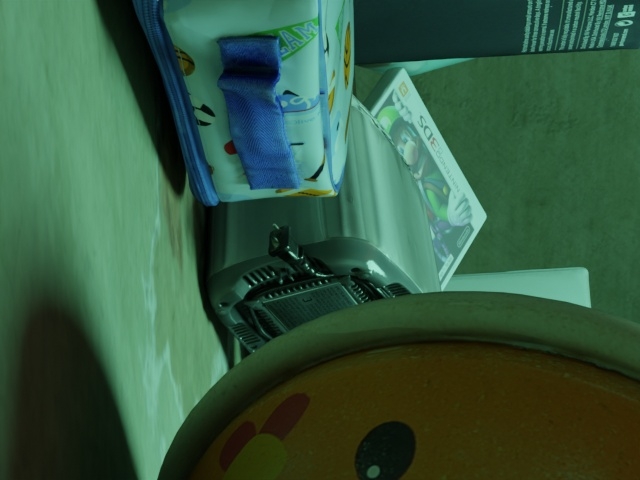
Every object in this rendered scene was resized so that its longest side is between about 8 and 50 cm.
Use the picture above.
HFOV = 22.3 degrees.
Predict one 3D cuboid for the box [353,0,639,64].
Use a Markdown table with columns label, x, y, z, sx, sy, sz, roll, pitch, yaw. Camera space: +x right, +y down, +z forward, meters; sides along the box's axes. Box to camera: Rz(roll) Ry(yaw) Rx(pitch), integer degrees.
| label | x | y | z | sx | sy | sz | roll | pitch | yaw |
| --- | --- | --- | --- | --- | --- | --- | --- | --- | --- |
| box | 0.079 | -0.318 | 1.198 | 0.179 | 0.313 | 0.343 | 67 | 21 | -79 |

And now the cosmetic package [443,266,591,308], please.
| label | x | y | z | sx | sy | sz | roll | pitch | yaw |
| --- | --- | --- | --- | --- | --- | --- | --- | --- | --- |
| cosmetic package | 0.172 | 0.283 | 1.948 | 0.329 | 0.328 | 0.393 | 79 | 8 | -60 |

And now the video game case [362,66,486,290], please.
| label | x | y | z | sx | sy | sz | roll | pitch | yaw |
| --- | --- | --- | --- | --- | --- | --- | --- | --- | --- |
| video game case | 0.062 | -0.022 | 1.370 | 0.173 | 0.022 | 0.190 | 58 | 48 | -28 |

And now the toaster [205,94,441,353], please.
| label | x | y | z | sx | sy | sz | roll | pitch | yaw |
| --- | --- | --- | --- | --- | --- | --- | --- | --- | --- |
| toaster | 0.000 | 0.000 | 1.076 | 0.227 | 0.129 | 0.146 | 49 | 30 | -52 |

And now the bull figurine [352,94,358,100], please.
| label | x | y | z | sx | sy | sz | roll | pitch | yaw |
| --- | --- | --- | --- | --- | --- | --- | --- | --- | --- |
| bull figurine | 0.036 | -0.061 | 1.553 | 0.188 | 0.101 | 0.310 | 63 | -8 | -24 |

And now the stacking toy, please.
| label | x | y | z | sx | sy | sz | roll | pitch | yaw |
| --- | --- | --- | --- | --- | --- | --- | --- | --- | --- |
| stacking toy | 0.026 | 0.267 | 0.569 | 0.480 | 0.351 | 0.350 | -57 | 147 | -56 |

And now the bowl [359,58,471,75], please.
| label | x | y | z | sx | sy | sz | roll | pitch | yaw |
| --- | --- | --- | --- | --- | --- | --- | --- | --- | --- |
| bowl | 0.059 | -0.267 | 1.409 | 0.311 | 0.163 | 0.311 | 42 | -23 | 23 |

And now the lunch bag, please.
| label | x | y | z | sx | sy | sz | roll | pitch | yaw |
| --- | --- | --- | --- | --- | --- | --- | --- | --- | --- |
| lunch bag | -0.039 | -0.156 | 0.857 | 0.303 | 0.115 | 0.243 | 79 | 12 | -68 |
